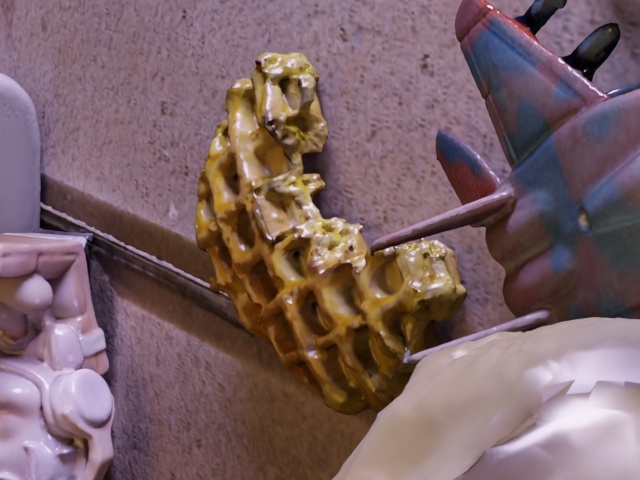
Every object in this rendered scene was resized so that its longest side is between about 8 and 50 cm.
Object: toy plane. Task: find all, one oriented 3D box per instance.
[{"bbox_3d":[0.126,-0.019,0.498,0.326,0.104,0.223,-34,71,61],"label":"toy plane"}]

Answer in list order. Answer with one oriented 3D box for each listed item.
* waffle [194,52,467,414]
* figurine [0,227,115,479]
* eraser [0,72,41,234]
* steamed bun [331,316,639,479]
[{"bbox_3d":[-0.003,0.000,0.720,0.194,0.051,0.149,46,131,36],"label":"waffle"},{"bbox_3d":[-0.211,0.106,0.922,0.162,0.141,0.237,7,105,30],"label":"figurine"},{"bbox_3d":[-0.327,0.051,1.005,0.150,0.331,0.331,29,118,43],"label":"eraser"},{"bbox_3d":[0.108,0.226,0.464,0.325,0.230,0.372,-42,88,5],"label":"steamed bun"}]
